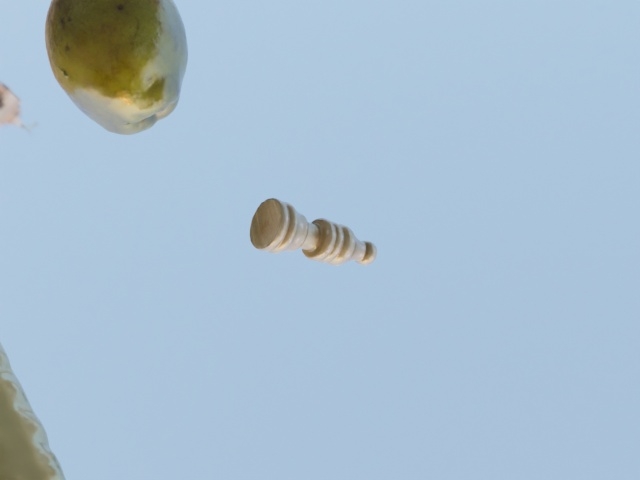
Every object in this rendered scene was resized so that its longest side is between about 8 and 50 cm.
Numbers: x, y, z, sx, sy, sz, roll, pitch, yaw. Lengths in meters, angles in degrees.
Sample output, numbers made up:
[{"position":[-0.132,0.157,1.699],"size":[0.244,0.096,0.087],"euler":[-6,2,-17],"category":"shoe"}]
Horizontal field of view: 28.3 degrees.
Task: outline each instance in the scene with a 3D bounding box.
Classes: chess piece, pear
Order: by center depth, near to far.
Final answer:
[{"position":[0.000,0.000,0.834],"size":[0.035,0.092,0.035],"euler":[-24,-122,46],"category":"chess piece"},{"position":[-0.149,-0.143,0.914],"size":[0.107,0.107,0.131],"euler":[-24,-90,4],"category":"pear"}]

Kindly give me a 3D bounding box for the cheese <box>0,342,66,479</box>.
[{"position":[-0.223,0.159,0.697],"size":[0.124,0.242,0.265],"euler":[-11,-128,-34],"category":"cheese"}]
